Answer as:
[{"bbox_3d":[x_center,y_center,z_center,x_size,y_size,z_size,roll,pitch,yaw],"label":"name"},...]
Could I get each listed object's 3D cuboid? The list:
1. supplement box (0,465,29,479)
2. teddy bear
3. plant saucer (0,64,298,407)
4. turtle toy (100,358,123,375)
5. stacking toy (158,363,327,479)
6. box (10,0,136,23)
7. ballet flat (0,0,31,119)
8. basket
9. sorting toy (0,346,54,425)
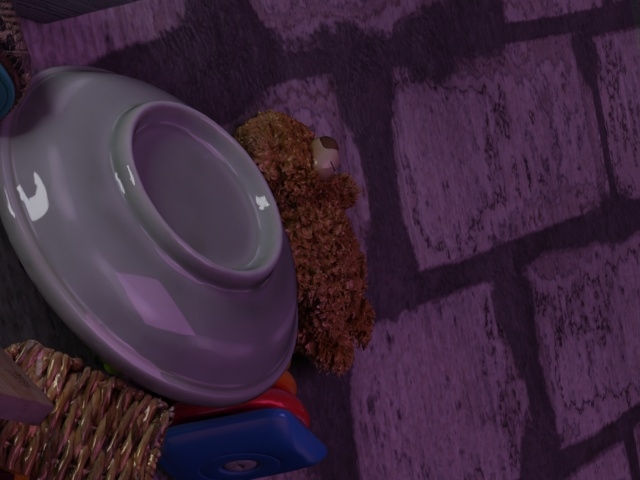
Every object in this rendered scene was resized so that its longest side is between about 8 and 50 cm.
[{"bbox_3d":[-0.384,0.222,1.564,0.194,0.191,0.129,19,86,-55],"label":"supplement box"},{"bbox_3d":[0.000,0.000,2.331,0.245,0.113,0.338,-14,95,-60],"label":"teddy bear"},{"bbox_3d":[-0.146,-0.028,1.920,0.400,0.100,0.400,34,36,-29],"label":"plant saucer"},{"bbox_3d":[-0.192,0.088,2.042,0.095,0.066,0.130,40,50,-17],"label":"turtle toy"},{"bbox_3d":[-0.101,0.111,2.129,0.175,0.166,0.302,52,29,-62],"label":"stacking toy"},{"bbox_3d":[-0.268,-0.278,1.935,0.126,0.137,0.072,13,71,-57],"label":"box"},{"bbox_3d":[-0.422,-0.290,1.710,0.483,0.164,0.182,51,22,-48],"label":"ballet flat"},{"bbox_3d":[-0.302,0.272,1.805,0.213,0.223,0.299,25,57,-16],"label":"basket"},{"bbox_3d":[-0.386,0.071,1.574,0.089,0.257,0.255,-49,156,5],"label":"sorting toy"}]
